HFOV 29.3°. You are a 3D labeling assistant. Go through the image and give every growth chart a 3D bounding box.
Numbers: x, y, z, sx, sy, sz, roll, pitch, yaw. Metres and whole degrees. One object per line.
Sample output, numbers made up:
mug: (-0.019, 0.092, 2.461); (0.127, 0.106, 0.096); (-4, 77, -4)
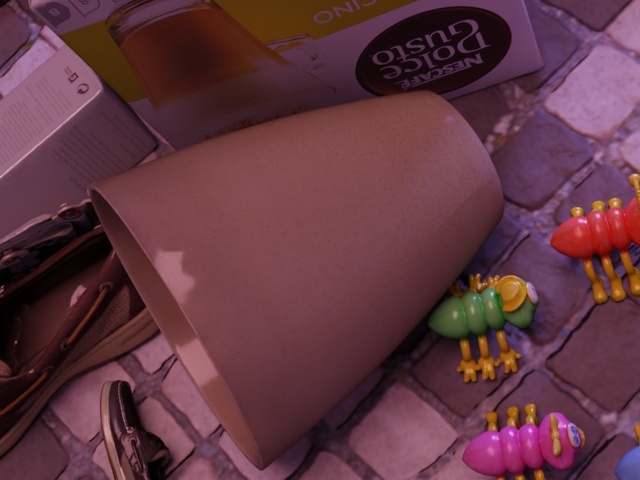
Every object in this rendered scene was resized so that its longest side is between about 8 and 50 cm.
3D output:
growth chart: (-0.277, 0.023, 1.107); (0.237, 0.172, 0.021); (-31, 81, 1)

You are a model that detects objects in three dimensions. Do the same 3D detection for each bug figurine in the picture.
bug figurine: (0.199, 0.090, 0.932); (0.216, 0.072, 0.279); (-18, 62, 14)

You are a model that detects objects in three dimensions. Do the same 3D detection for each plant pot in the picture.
plant pot: (0.000, 0.000, 0.973); (0.274, 0.256, 0.256); (-31, 58, -12)

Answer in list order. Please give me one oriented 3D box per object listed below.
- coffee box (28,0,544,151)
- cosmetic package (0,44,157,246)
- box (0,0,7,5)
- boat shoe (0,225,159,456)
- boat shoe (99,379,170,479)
coffee box: (-0.032, -0.305, 1.050); (0.338, 0.334, 0.338); (-17, 64, 13)
cosmetic package: (-0.283, -0.066, 1.174); (0.231, 0.117, 0.085); (-39, 58, 0)
box: (-0.320, -0.412, 1.328); (0.247, 0.142, 0.163); (-36, 59, 3)
boat shoe: (-0.291, 0.100, 1.095); (0.342, 0.123, 0.123); (-33, 59, 5)
boat shoe: (-0.151, 0.188, 1.044); (0.049, 0.056, 0.152); (-19, 71, 8)
